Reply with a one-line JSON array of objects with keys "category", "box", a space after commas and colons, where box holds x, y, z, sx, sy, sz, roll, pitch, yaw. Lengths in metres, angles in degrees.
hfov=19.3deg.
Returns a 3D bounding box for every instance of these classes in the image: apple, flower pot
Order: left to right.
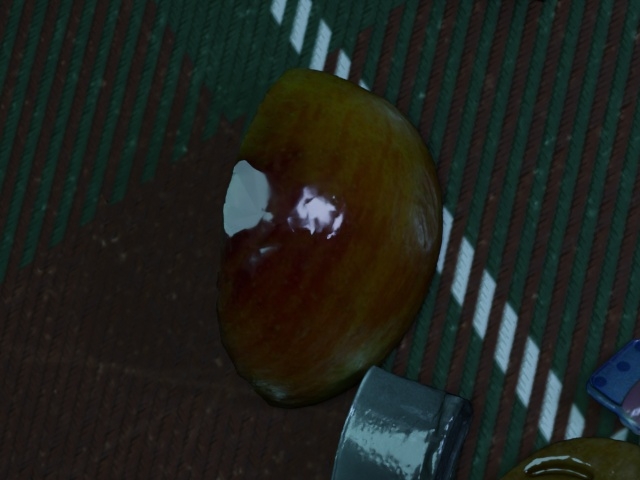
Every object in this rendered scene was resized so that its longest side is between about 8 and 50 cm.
[{"category": "apple", "box": [0.000, 0.000, 1.923, 0.254, 0.179, 0.346, 14, 83, -20]}, {"category": "flower pot", "box": [0.067, 0.249, 1.881, 0.108, 0.103, 0.229, 15, 84, 17]}]

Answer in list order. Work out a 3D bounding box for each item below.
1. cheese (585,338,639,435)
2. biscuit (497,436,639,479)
[{"category": "cheese", "box": [0.386, 0.193, 1.802, 0.189, 0.074, 0.286, -35, 56, -27]}, {"category": "biscuit", "box": [0.254, 0.376, 1.815, 0.314, 0.063, 0.367, 36, 86, 20]}]
